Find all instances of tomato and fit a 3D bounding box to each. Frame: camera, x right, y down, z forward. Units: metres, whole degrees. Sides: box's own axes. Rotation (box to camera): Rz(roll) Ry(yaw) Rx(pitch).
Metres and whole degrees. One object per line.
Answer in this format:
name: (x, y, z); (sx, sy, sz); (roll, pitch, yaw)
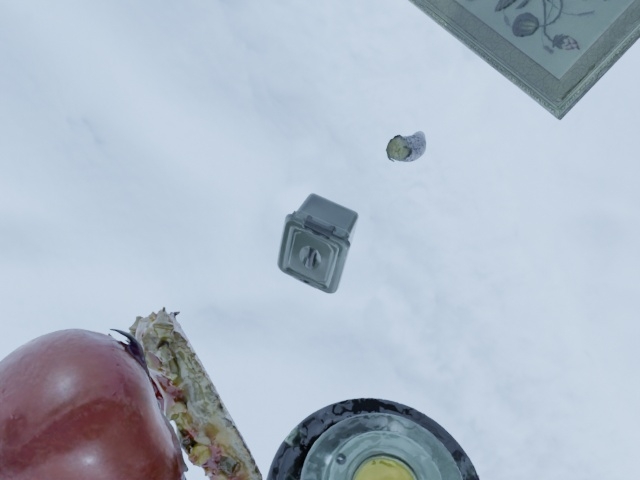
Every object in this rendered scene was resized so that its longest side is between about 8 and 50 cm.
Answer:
tomato: (-0.180, 0.144, 0.584); (0.167, 0.167, 0.167); (-16, 135, -16)

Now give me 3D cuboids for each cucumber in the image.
cucumber: (0.107, -0.109, 0.974); (0.033, 0.034, 0.135); (-52, 169, 20)

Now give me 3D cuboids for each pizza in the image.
pizza: (-0.252, 0.233, 1.402); (0.130, 0.440, 0.406); (-29, 144, -12)

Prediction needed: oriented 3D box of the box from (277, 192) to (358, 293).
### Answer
box: (0.000, 0.000, 1.459); (0.092, 0.124, 0.172); (-60, 171, -36)

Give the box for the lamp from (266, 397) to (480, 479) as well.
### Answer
lamp: (0.046, 0.279, 0.812); (0.374, 0.205, 0.272); (-17, 149, -44)

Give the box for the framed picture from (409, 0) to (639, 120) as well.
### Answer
framed picture: (0.162, -0.221, 0.638); (0.173, 0.231, 0.010); (-48, 150, 9)
